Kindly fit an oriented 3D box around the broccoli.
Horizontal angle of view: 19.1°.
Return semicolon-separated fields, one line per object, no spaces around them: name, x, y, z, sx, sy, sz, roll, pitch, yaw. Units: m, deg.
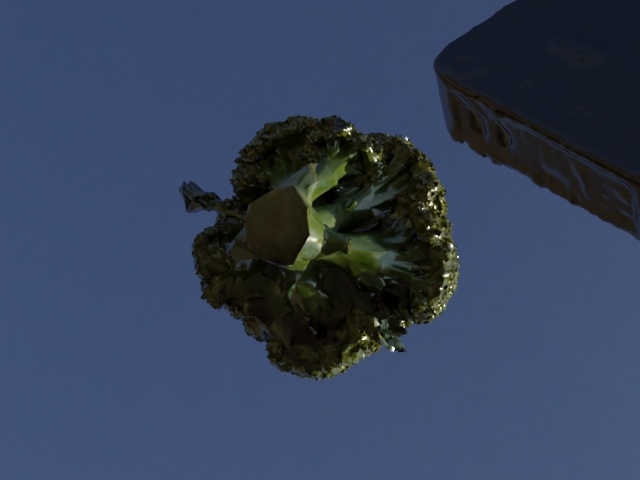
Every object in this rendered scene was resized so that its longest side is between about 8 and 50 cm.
broccoli;0.000;0.000;0.925;0.130;0.120;0.131;-20;-101;14

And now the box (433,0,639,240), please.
box;0.256;-0.133;1.139;0.211;0.350;0.058;33;-32;40
